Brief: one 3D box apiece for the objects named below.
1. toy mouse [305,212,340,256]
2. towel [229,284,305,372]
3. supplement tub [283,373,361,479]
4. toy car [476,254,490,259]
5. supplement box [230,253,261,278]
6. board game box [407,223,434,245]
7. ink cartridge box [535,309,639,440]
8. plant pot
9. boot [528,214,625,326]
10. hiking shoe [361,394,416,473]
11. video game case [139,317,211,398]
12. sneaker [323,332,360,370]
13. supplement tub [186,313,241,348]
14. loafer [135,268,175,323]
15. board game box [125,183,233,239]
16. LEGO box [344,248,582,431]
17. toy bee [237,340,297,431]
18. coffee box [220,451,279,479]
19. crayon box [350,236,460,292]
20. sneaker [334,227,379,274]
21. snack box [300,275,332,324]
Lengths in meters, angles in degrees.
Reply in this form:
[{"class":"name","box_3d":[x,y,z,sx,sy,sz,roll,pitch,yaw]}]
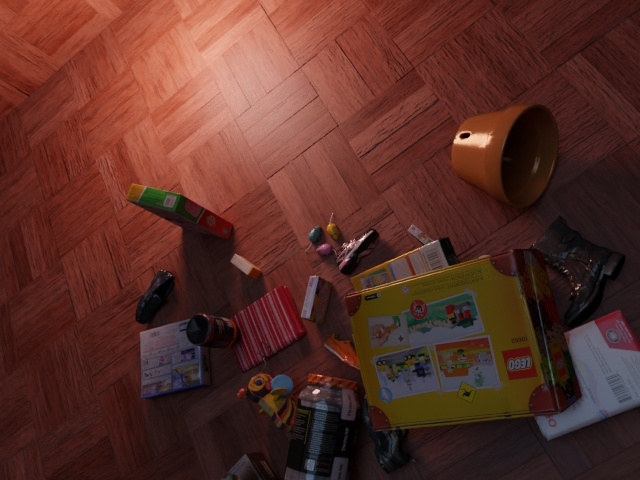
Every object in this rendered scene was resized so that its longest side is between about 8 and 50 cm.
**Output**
[{"class":"toy mouse","box_3d":[0.000,0.000,2.017,0.143,0.031,0.161,-27,63,17]},{"class":"towel","box_3d":[-0.192,0.300,2.017,0.274,0.031,0.199,-34,64,15]},{"class":"supplement tub","box_3d":[0.012,0.561,1.731,0.193,0.193,0.316,4,76,28]},{"class":"toy car","box_3d":[0.523,0.096,1.670,0.181,0.159,0.136,-2,35,34]},{"class":"supplement box","box_3d":[-0.264,0.092,2.102,0.098,0.062,0.036,34,91,30]},{"class":"board game box","box_3d":[0.342,0.019,1.797,0.026,0.103,0.154,-50,59,4]},{"class":"ink cartridge box","box_3d":[0.673,0.346,1.505,0.306,0.131,0.226,-28,63,18]},{"class":"plant pot","box_3d":[0.522,-0.253,1.715,0.203,0.290,0.291,20,83,48]},{"class":"boot","box_3d":[0.674,0.083,1.630,0.229,0.091,0.263,33,86,37]},{"class":"hiking shoe","box_3d":[0.195,0.548,1.720,0.114,0.086,0.227,-21,68,2]},{"class":"video game case","box_3d":[-0.524,0.423,2.124,0.269,0.061,0.244,-17,65,21]},{"class":"sneaker","box_3d":[0.086,0.349,1.842,0.175,0.064,0.067,35,81,28]},{"class":"supplement tub","box_3d":[-0.346,0.305,1.962,0.106,0.198,0.106,-8,73,25]},{"class":"loafer","box_3d":[-0.623,0.216,2.234,0.078,0.076,0.223,21,80,38]},{"class":"board game box","box_3d":[-0.503,-0.101,2.139,0.242,0.316,0.064,13,79,29]},{"class":"LEGO box","box_3d":[0.342,0.262,1.512,0.500,0.193,0.373,-19,78,36]},{"class":"toy bee","box_3d":[-0.172,0.489,1.867,0.298,0.162,0.195,39,137,39]},{"class":"coffee box","box_3d":[-0.253,0.799,1.840,0.246,0.098,0.141,-47,60,6]},{"class":"crayon box","box_3d":[0.266,0.143,1.743,0.322,0.083,0.203,-26,82,34]},{"class":"sneaker","box_3d":[0.110,0.022,1.936,0.178,0.072,0.077,-45,49,1]},{"class":"snack box","box_3d":[-0.011,0.194,1.918,0.037,0.100,0.141,7,77,29]}]
